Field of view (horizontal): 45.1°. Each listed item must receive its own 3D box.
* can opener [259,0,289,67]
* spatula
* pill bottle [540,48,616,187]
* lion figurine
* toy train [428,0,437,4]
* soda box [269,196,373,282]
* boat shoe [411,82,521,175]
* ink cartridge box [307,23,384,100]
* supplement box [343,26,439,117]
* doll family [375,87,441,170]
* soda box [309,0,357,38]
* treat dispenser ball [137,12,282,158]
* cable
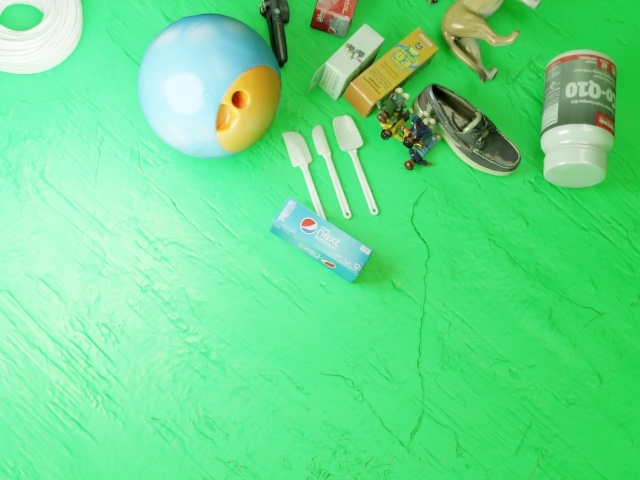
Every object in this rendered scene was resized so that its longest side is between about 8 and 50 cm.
[{"bbox_3d":[-0.098,-0.484,1.750,0.073,0.059,0.186,-4,74,-13],"label":"can opener"},{"bbox_3d":[0.032,-0.151,1.696,0.168,0.019,0.242,-16,77,-16],"label":"spatula"},{"bbox_3d":[0.592,-0.277,1.770,0.161,0.161,0.283,11,71,-8],"label":"pill bottle"},{"bbox_3d":[0.386,-0.573,1.835,0.240,0.142,0.392,31,74,7],"label":"lion figurine"},{"bbox_3d":[0.285,-0.647,1.893,0.036,0.027,0.158,16,71,-3],"label":"toy train"},{"bbox_3d":[0.000,0.000,1.615,0.210,0.071,0.067,33,69,0],"label":"soda box"},{"bbox_3d":[0.338,-0.253,1.748,0.285,0.092,0.103,38,70,2],"label":"boat shoe"},{"bbox_3d":[0.055,-0.387,1.727,0.061,0.104,0.181,41,71,4],"label":"ink cartridge box"},{"bbox_3d":[0.162,-0.385,1.763,0.078,0.080,0.233,46,69,3],"label":"supplement box"},{"bbox_3d":[0.190,-0.241,1.721,0.193,0.076,0.111,40,68,-5],"label":"doll family"},{"bbox_3d":[0.054,-0.613,1.807,0.092,0.083,0.263,17,70,-6],"label":"soda box"},{"bbox_3d":[-0.220,-0.307,1.550,0.288,0.288,0.288,3,73,-10],"label":"treat dispenser ball"},{"bbox_3d":[-0.635,-0.477,1.627,0.257,0.089,0.257,-13,77,-14],"label":"cable"}]
